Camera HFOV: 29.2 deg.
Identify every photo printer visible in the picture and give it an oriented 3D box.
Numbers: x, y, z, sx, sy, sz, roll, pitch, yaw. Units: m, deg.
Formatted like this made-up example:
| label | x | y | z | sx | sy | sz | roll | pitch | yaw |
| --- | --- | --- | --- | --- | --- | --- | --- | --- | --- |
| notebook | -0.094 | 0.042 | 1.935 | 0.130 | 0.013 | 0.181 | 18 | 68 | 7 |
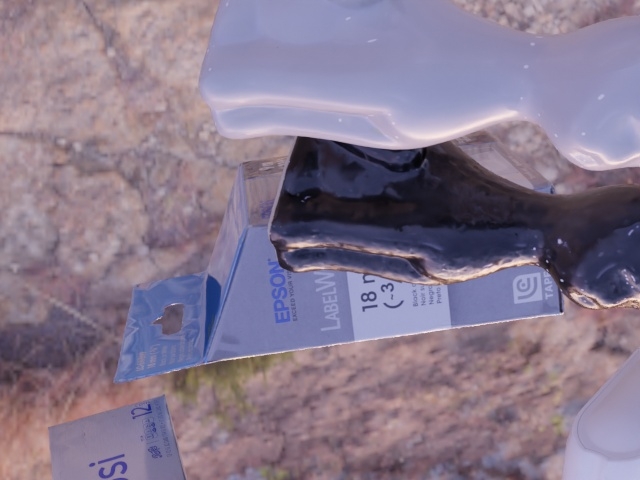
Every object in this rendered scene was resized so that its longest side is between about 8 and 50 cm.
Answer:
| label | x | y | z | sx | sy | sz | roll | pitch | yaw |
| --- | --- | --- | --- | --- | --- | --- | --- | --- | --- |
| photo printer | 0.352 | 0.220 | 1.242 | 0.307 | 0.107 | 0.256 | -37 | 132 | -34 |

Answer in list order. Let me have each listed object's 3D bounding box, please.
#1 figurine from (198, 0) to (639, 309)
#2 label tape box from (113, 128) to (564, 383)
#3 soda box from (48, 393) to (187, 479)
| label | x | y | z | sx | sy | sz | roll | pitch | yaw |
| --- | --- | --- | --- | --- | --- | --- | --- | --- | --- |
| figurine | 0.074 | -0.042 | 0.540 | 0.209 | 0.092 | 0.215 | 12 | 157 | 17 |
| label tape box | 0.000 | 0.000 | 0.985 | 0.333 | 0.240 | 0.106 | -8 | 105 | -3 |
| soda box | -0.126 | 0.227 | 0.853 | 0.098 | 0.286 | 0.091 | -15 | 117 | -9 |
